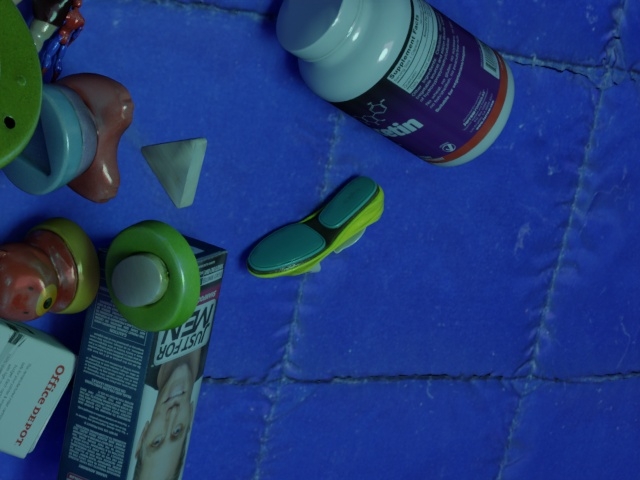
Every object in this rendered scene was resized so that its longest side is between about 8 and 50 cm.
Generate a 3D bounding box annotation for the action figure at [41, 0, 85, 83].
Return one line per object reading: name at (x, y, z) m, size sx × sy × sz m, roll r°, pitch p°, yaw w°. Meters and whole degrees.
action figure at (-0.312, -0.237, 1.801) m, size 0.038 × 0.030 × 0.115 m, roll 19°, pitch 103°, yaw -43°

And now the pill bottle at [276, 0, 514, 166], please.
pill bottle at (0.097, -0.234, 1.994) m, size 0.323 × 0.181 × 0.181 m, roll 27°, pitch 91°, yaw -39°

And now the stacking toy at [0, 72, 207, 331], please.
stacking toy at (-0.278, -0.025, 1.732) m, size 0.130 × 0.279 × 0.309 m, roll -17°, pitch 120°, yaw -51°

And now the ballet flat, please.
ballet flat at (0.000, 0.000, 2.093) m, size 0.231 × 0.077 × 0.077 m, roll -36°, pitch 142°, yaw -21°

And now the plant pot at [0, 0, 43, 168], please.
plant pot at (-0.459, -0.116, 1.443) m, size 0.366 × 0.353 × 0.366 m, roll 25°, pitch 54°, yaw -40°

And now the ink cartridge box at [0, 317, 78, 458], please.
ink cartridge box at (-0.422, 0.161, 1.846) m, size 0.203 × 0.086 × 0.148 m, roll 30°, pitch 89°, yaw -40°

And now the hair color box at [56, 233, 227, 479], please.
hair color box at (-0.229, 0.173, 1.931) m, size 0.174 × 0.105 × 0.347 m, roll -19°, pitch 125°, yaw -65°

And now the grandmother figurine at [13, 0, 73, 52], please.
grandmother figurine at (-0.351, -0.307, 1.703) m, size 0.342 × 0.104 × 0.208 m, roll -33°, pitch 131°, yaw -18°
